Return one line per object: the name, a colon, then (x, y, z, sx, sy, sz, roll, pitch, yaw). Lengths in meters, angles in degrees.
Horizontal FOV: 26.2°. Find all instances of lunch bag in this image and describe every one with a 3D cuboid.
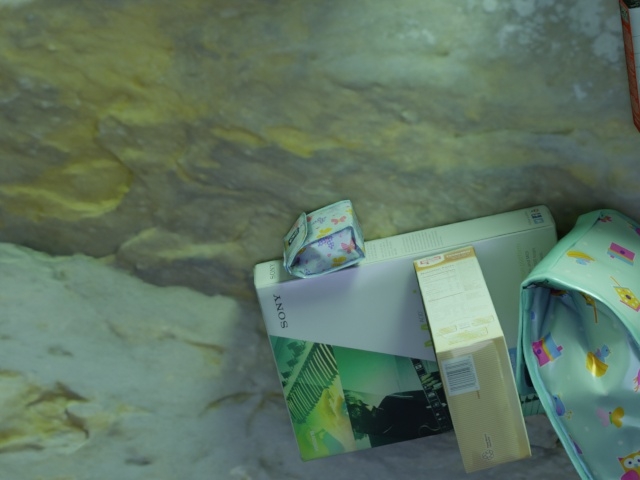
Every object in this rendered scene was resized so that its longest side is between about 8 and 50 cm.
lunch bag: (0.306, 0.108, 1.370, 0.160, 0.223, 0.262, -34, 90, 36)
lunch bag: (0.000, 0.000, 1.421, 0.083, 0.071, 0.053, -22, 114, 9)

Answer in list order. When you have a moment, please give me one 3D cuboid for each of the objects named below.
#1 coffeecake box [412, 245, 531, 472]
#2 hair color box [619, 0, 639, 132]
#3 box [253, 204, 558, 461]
coffeecake box: (0.148, 0.113, 1.359, 0.068, 0.185, 0.142, -15, 116, 4)
hair color box: (0.342, -0.177, 1.363, 0.072, 0.043, 0.141, -11, 118, 3)
box: (0.108, 0.104, 1.487, 0.322, 0.058, 0.232, -12, 116, 4)
